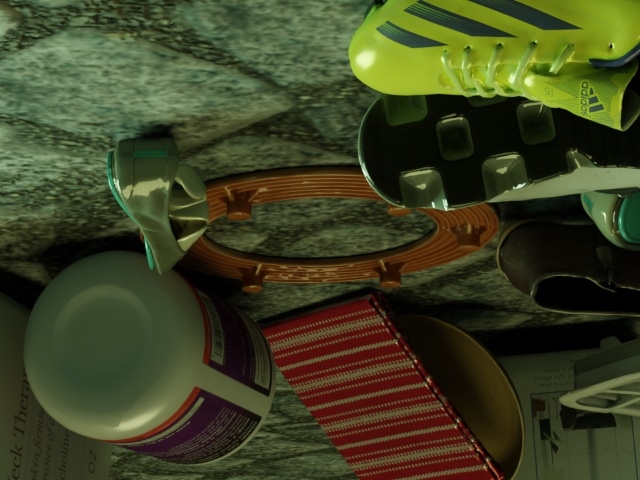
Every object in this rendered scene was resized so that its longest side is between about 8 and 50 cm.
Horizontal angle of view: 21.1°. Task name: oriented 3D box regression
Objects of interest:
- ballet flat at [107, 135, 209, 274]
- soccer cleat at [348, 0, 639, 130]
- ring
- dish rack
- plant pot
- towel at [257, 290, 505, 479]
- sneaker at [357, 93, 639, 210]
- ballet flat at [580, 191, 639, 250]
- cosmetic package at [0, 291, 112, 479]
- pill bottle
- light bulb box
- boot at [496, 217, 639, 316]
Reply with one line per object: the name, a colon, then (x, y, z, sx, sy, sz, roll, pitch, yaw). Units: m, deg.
ballet flat: (-0.125, -0.025, 1.424, 0.068, 0.072, 0.213, -8, 159, 2)
soccer cleat: (0.146, -0.121, 1.058, 0.289, 0.121, 0.093, -10, 162, 26)
ring: (0.000, 0.000, 1.597, 0.337, 0.032, 0.336, -1, 163, 0)
dish rack: (0.455, 0.139, 1.846, 0.333, 0.072, 0.285, 12, 158, -28)
plant pot: (0.137, 0.187, 1.953, 0.236, 0.236, 0.032, -19, -173, 44)
towel: (0.066, 0.182, 1.921, 0.199, 0.031, 0.275, -19, 112, 44)
sneaker: (0.196, -0.090, 1.219, 0.331, 0.122, 0.146, -5, -179, 6)
ballet flat: (0.334, -0.024, 1.501, 0.248, 0.086, 0.086, 9, 160, -27)
cosmetic package: (-0.449, 0.229, 1.707, 0.327, 0.329, 0.394, -10, 152, 25)
pill bottle: (-0.157, 0.129, 1.737, 0.182, 0.181, 0.323, -7, 164, 15)
light bulb box: (0.317, 0.335, 2.118, 0.225, 0.361, 0.358, -6, 167, 15)
boot: (0.282, 0.039, 1.519, 0.249, 0.090, 0.207, 7, -166, -7)
